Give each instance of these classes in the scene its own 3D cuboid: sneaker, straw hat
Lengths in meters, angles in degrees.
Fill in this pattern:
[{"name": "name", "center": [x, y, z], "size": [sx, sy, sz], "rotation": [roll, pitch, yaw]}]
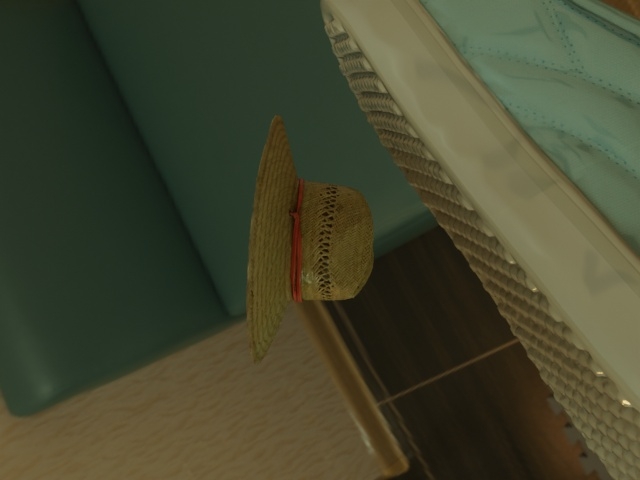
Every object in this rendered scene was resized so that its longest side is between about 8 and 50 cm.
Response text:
[{"name": "sneaker", "center": [0.140, -0.017, 0.404], "size": [0.150, 0.135, 0.366], "rotation": [-31, 65, -1]}, {"name": "straw hat", "center": [0.000, 0.000, 0.532], "size": [0.061, 0.144, 0.145], "rotation": [5, 108, 4]}]
